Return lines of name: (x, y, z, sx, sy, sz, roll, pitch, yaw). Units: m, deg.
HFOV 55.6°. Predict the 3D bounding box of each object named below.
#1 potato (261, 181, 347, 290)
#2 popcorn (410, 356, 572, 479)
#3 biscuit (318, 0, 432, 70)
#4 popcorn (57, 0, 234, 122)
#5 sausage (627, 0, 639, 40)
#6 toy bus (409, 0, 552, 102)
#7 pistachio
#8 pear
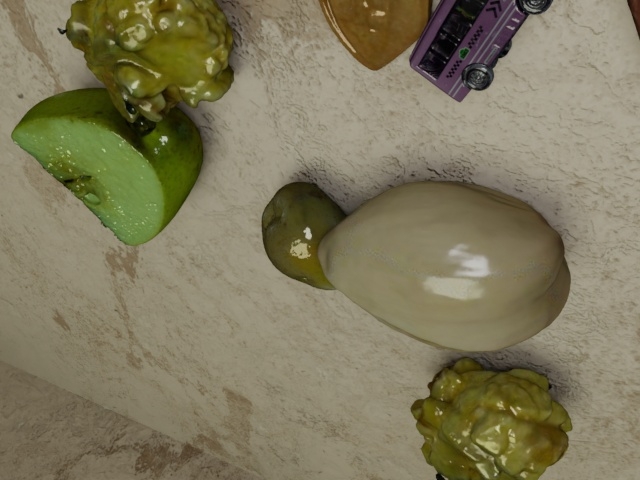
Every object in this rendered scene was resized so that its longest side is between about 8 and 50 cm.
potato: (0.000, 0.000, 0.956, 0.194, 0.157, 0.157, 24, 148, -28)
popcorn: (0.286, 0.321, 1.054, 0.252, 0.215, 0.286, 26, 146, -3)
biscuit: (0.060, -0.290, 0.672, 0.142, 0.029, 0.220, 23, 142, 12)
popcorn: (-0.214, -0.249, 0.787, 0.218, 0.169, 0.189, 7, 135, 37)
sausage: (0.264, -0.299, 0.479, 0.088, 0.087, 0.433, -5, 130, 38)
toy bus: (0.166, -0.235, 0.613, 0.098, 0.086, 0.178, 34, 143, 1)
pistachio: (0.160, 0.029, 0.815, 0.332, 0.225, 0.208, 11, 179, 14)
pear: (-0.306, -0.150, 0.975, 0.293, 0.159, 0.292, 17, 142, 14)
